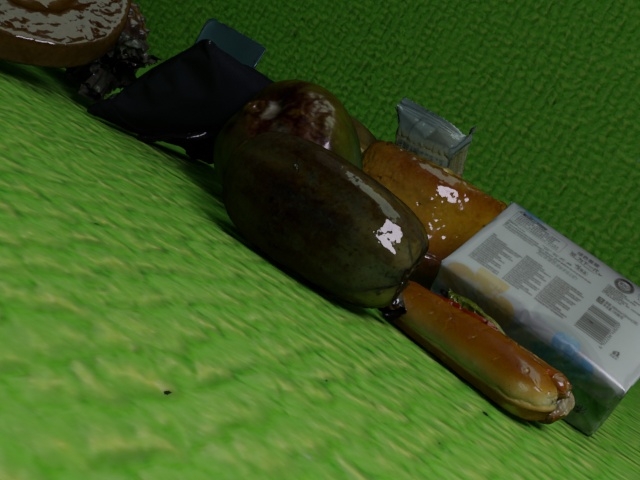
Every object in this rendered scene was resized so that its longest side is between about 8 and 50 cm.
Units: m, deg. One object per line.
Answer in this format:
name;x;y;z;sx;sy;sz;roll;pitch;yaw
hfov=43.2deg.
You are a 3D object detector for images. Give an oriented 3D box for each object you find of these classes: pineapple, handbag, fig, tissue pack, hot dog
pineapple;-0.325;-0.300;1.222;0.175;0.175;0.361;26;7;-31
handbag;-0.226;-0.352;1.744;0.144;0.221;0.057;33;9;11
fig;-0.030;-0.097;1.000;0.191;0.181;0.181;60;-1;-16
handbag;-0.153;-0.174;1.095;0.254;0.211;0.088;21;54;-56
tissue pack;0.248;0.096;0.912;0.229;0.145;0.159;38;50;20
hot dog;0.149;0.100;0.803;0.092;0.062;0.236;17;14;-47

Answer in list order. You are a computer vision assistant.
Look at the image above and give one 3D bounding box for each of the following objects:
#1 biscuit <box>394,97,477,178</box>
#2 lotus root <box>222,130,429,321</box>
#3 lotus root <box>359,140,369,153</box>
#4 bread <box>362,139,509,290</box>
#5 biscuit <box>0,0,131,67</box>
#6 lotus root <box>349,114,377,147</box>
biscuit;0.193;-0.101;1.542;0.079;0.309;0.186;-28;45;-37
lotus root;0.000;-0.024;0.808;0.241;0.124;0.123;33;-2;20
lotus root;0.058;-0.106;1.495;0.303;0.146;0.131;33;18;-5
bread;0.148;-0.022;1.173;0.312;0.172;0.312;28;5;-3
biscuit;-0.423;-0.358;1.024;0.368;0.063;0.314;17;48;-23
lotus root;0.041;-0.161;1.671;0.310;0.182;0.183;28;7;-39
